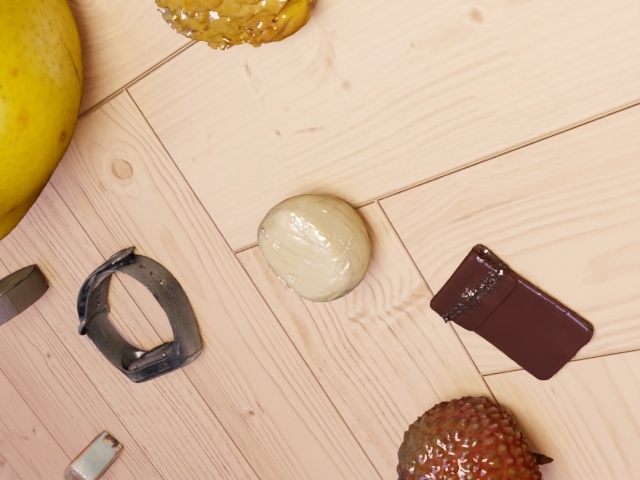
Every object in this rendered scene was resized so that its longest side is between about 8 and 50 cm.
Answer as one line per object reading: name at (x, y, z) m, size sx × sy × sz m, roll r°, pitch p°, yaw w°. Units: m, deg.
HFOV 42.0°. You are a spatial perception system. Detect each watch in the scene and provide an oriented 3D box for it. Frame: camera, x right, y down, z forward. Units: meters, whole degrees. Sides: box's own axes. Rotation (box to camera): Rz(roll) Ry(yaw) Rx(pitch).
watch at (-0.276, 0.114, 1.231) m, size 0.206 × 0.068 × 0.193 m, roll -23°, pitch 103°, yaw 39°

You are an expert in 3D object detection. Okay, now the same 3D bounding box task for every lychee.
lychee at (0.182, 0.263, 0.973) m, size 0.165 × 0.197 × 0.165 m, roll 46°, pitch 144°, yaw 50°

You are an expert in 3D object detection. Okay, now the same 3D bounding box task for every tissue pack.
tissue pack at (-0.413, 0.402, 1.509) m, size 0.058 × 0.094 × 0.074 m, roll 42°, pitch 136°, yaw 0°

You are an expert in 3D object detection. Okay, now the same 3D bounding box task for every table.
table at (-0.499, 0.093, 1.318) m, size 0.133 × 0.133 × 0.043 m, roll -15°, pitch 112°, yaw 40°

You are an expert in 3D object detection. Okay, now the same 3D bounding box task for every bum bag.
bum bag at (0.206, 0.084, 0.907) m, size 0.159 × 0.026 × 0.109 m, roll 35°, pitch 133°, yaw 8°

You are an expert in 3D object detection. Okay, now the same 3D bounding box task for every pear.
pear at (-0.445, -0.185, 0.939) m, size 0.362 × 0.362 × 0.418 m, roll 18°, pitch 135°, yaw 23°

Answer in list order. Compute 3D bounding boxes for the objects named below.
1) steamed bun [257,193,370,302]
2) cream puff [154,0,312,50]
steamed bun at (0.000, 0.000, 0.941) m, size 0.130 × 0.091 × 0.112 m, roll 44°, pitch 133°, yaw -2°
cream puff at (-0.086, -0.266, 0.784) m, size 0.189 × 0.129 × 0.189 m, roll 17°, pitch 126°, yaw 25°
